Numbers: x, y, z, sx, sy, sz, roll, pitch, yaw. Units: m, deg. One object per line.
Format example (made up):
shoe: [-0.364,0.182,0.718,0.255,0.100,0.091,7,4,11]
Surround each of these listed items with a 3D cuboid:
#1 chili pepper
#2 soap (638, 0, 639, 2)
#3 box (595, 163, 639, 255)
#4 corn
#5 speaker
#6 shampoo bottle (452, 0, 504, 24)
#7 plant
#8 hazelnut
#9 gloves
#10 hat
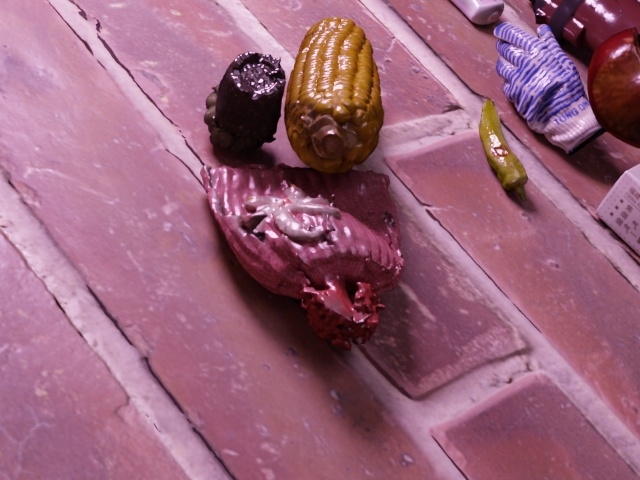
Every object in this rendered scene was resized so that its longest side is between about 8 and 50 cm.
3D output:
chili pepper: [0.241,-0.137,1.777,0.049,0.043,0.208,1,46,-13]
soap: [0.604,-0.391,2.194,0.183,0.121,0.064,6,45,-26]
box: [0.563,0.016,1.767,0.210,0.095,0.330,-24,64,-44]
corn: [0.019,-0.184,1.597,0.120,0.120,0.363,23,26,-8]
speaker: [0.492,-0.365,2.016,0.198,0.259,0.329,25,25,-55]
shampoo bottle: [0.242,-0.377,2.026,0.072,0.043,0.099,-18,59,-41]
plant: [-0.086,-0.160,1.538,0.094,0.143,0.092,3,64,-18]
hazelnut: [0.473,-0.207,1.790,0.204,0.178,0.178,-1,36,18]
gloves: [0.323,-0.226,1.867,0.119,0.097,0.229,-34,68,-7]
hat: [0.000,0.000,1.438,0.237,0.107,0.286,0,42,-17]
